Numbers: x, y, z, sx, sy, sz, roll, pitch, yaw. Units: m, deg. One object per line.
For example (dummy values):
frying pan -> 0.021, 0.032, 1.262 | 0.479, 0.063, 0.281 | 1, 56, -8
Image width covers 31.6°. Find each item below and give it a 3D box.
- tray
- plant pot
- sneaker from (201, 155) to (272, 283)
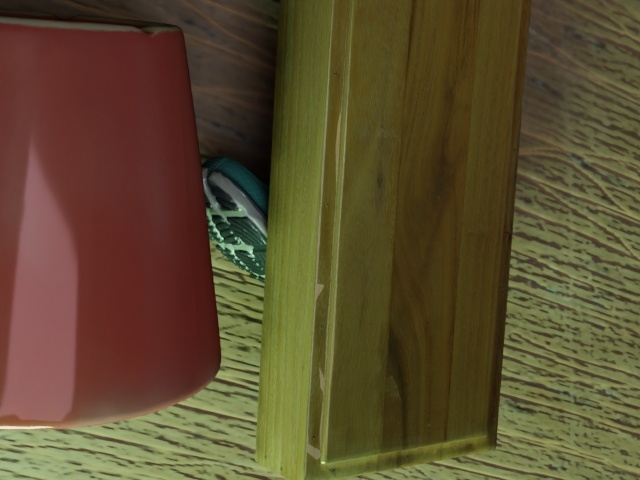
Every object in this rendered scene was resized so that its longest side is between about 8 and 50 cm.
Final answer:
tray -> 0.062, -0.028, 0.892 | 0.202, 0.076, 0.411 | -2, 99, -36
plant pot -> -0.197, -0.032, 0.775 | 0.274, 0.275, 0.243 | 0, 102, -23
sneaker -> 0.000, 0.000, 0.964 | 0.275, 0.107, 0.110 | 34, 77, -35
